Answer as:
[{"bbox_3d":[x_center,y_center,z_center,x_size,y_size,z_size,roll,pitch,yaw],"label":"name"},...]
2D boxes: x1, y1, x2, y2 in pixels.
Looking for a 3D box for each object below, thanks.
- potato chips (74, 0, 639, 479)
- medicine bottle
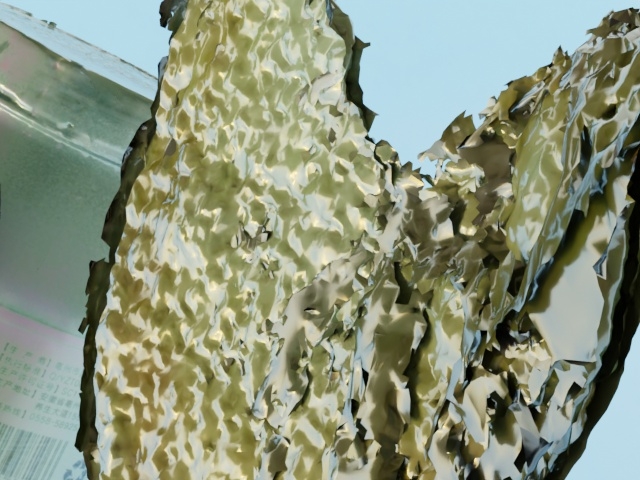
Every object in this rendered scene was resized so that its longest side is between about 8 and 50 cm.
[{"bbox_3d":[0.004,0.001,0.433,0.029,0.202,0.220,16,173,-33],"label":"potato chips"},{"bbox_3d":[-0.198,0.011,1.227,0.245,0.290,0.245,26,-174,-3],"label":"medicine bottle"}]
